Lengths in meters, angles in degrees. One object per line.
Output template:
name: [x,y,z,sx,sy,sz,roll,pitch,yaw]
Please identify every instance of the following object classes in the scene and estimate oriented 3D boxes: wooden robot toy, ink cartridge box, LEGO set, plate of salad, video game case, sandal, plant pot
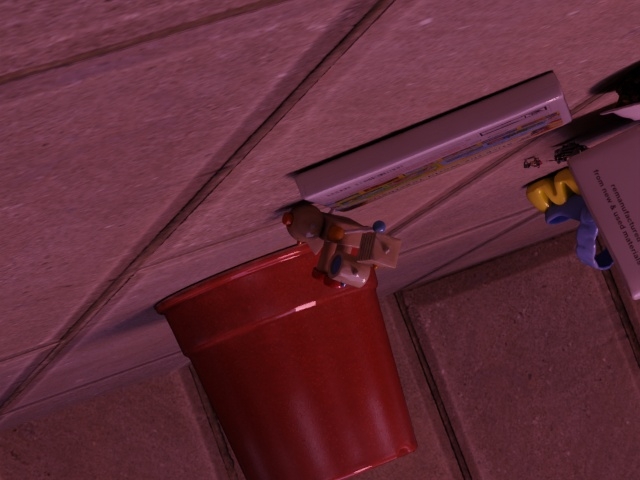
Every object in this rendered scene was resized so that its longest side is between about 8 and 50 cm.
wooden robot toy: [0.000,0.000,1.733,0.079,0.076,0.173,18,-175,-28]
ink cartridge box: [0.478,-0.095,1.966,0.394,0.166,0.285,-26,175,11]
LEGO set: [0.264,-0.097,2.077,0.083,0.023,0.054,-8,176,18]
plate of salad: [0.348,-0.149,1.699,0.199,0.048,0.200,-14,-178,1]
video game case: [0.102,-0.080,1.599,0.227,0.026,0.206,-22,174,8]
sandal: [0.405,-0.060,2.341,0.126,0.138,0.317,-13,169,-40]
plant pot: [-0.023,0.156,2.200,0.272,0.265,0.272,-20,175,-2]
